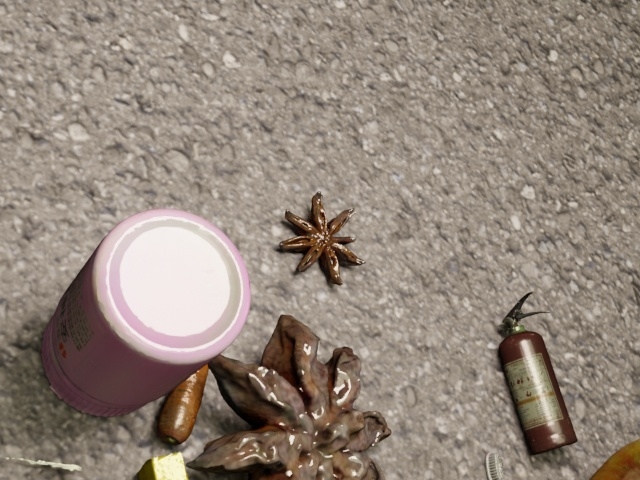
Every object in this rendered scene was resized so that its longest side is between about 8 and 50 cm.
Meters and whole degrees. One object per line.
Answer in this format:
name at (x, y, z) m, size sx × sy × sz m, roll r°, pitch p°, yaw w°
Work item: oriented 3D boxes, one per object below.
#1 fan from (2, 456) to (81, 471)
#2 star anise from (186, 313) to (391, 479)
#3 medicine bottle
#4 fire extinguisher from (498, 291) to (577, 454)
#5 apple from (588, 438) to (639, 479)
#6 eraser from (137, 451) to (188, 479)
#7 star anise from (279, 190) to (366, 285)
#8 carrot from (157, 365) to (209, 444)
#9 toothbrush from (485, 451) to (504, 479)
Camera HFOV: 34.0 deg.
fan at (-0.430, 0.240, 1.210) m, size 0.310 × 0.010 × 0.182 m, roll 15°, pitch 64°, yaw -17°
star anise at (-0.023, 0.253, 1.329) m, size 0.332 × 0.118 × 0.331 m, roll 16°, pitch 67°, yaw -42°
medicine bottle at (-0.211, 0.094, 1.214) m, size 0.178 × 0.291 × 0.178 m, roll 10°, pitch 66°, yaw -23°
fire extinguisher at (0.324, 0.195, 1.556) m, size 0.071 × 0.099 × 0.231 m, roll 4°, pitch 67°, yaw -49°
apple at (0.524, 0.436, 1.389) m, size 0.333 × 0.400 × 0.400 m, roll 51°, pitch 56°, yaw -14°
eraser at (-0.180, 0.322, 1.249) m, size 0.045 × 0.097 × 0.122 m, roll -10°, pitch 74°, yaw -23°
star anise at (-0.002, 0.000, 1.507) m, size 0.141 × 0.042 × 0.141 m, roll 10°, pitch 68°, yaw -25°
carrot at (-0.164, 0.175, 1.355) m, size 0.047 × 0.047 × 0.191 m, roll 27°, pitch 56°, yaw -14°
toothbrush at (0.263, 0.439, 1.466) m, size 0.020 × 0.025 × 0.286 m, roll 3°, pitch 69°, yaw -25°
